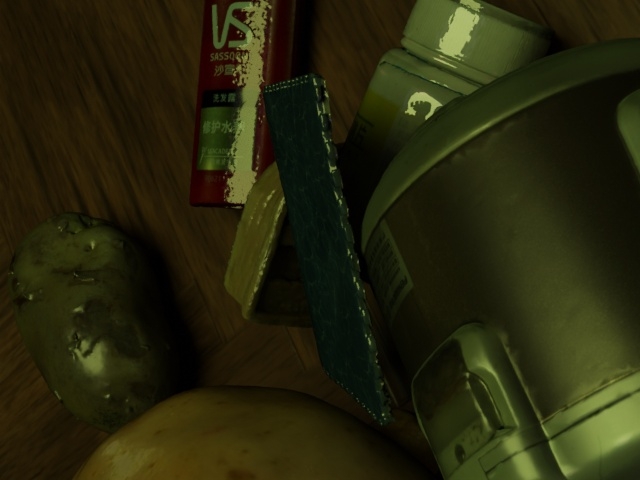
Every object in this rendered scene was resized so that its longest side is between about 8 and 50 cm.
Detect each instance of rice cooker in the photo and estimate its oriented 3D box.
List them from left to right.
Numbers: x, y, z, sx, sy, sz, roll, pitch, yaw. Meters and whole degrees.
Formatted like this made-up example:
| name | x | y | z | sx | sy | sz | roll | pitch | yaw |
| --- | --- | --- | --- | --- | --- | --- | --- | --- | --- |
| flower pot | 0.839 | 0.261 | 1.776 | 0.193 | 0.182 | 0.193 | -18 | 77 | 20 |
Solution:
| name | x | y | z | sx | sy | sz | roll | pitch | yaw |
| --- | --- | --- | --- | --- | --- | --- | --- | --- | --- |
| rice cooker | 0.212 | 0.061 | 0.889 | 0.335 | 0.335 | 0.325 | -37 | 61 | 30 |

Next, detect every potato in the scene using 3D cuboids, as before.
| name | x | y | z | sx | sy | sz | roll | pitch | yaw |
| --- | --- | --- | --- | --- | --- | --- | --- | --- | --- |
| potato | -0.243 | 0.092 | 1.369 | 0.165 | 0.165 | 0.262 | -38 | 60 | 30 |

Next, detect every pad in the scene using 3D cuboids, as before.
| name | x | y | z | sx | sy | sz | roll | pitch | yaw |
| --- | --- | --- | --- | --- | --- | --- | --- | --- | --- |
| pad | 0.000 | 0.000 | 1.029 | 0.269 | 0.012 | 0.269 | -165 | 62 | -79 |

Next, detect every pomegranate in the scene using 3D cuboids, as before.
| name | x | y | z | sx | sy | sz | roll | pitch | yaw |
| --- | --- | --- | --- | --- | --- | --- | --- | --- | --- |
| pomegranate | -0.027 | 0.294 | 1.033 | 0.411 | 0.411 | 0.411 | -4 | 84 | 38 |

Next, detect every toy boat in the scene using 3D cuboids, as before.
| name | x | y | z | sx | sy | sz | roll | pitch | yaw |
| --- | --- | --- | --- | --- | --- | --- | --- | --- | --- |
| toy boat | -0.020 | -0.014 | 1.221 | 0.061 | 0.116 | 0.188 | 34 | 109 | 43 |

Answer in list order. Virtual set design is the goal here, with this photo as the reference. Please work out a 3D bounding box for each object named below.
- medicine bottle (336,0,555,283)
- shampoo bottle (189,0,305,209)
| name | x | y | z | sx | sy | sz | roll | pitch | yaw |
| --- | --- | --- | --- | --- | --- | --- | --- | --- | --- |
| medicine bottle | 0.098 | -0.087 | 1.115 | 0.143 | 0.143 | 0.258 | 34 | 106 | 36 |
| shampoo bottle | -0.072 | -0.184 | 1.300 | 0.118 | 0.076 | 0.314 | 3 | 88 | 42 |
